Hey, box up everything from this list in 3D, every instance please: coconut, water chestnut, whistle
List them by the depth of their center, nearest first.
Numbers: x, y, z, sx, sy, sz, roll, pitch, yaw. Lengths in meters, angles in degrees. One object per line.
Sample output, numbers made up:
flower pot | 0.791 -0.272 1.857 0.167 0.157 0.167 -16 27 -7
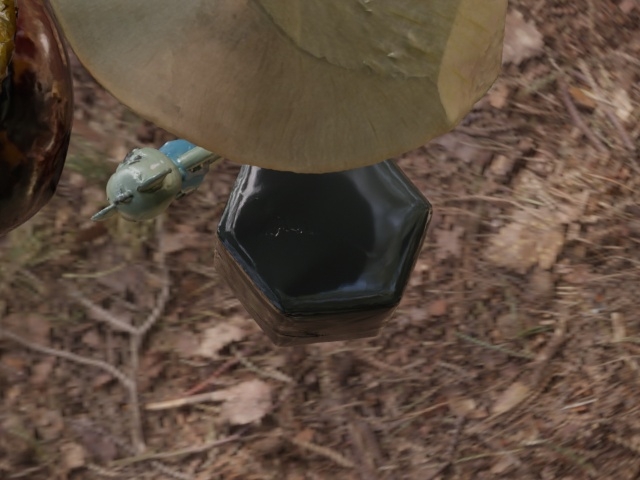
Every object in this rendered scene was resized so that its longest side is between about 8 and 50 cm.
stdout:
coconut | -0.019 -0.242 1.191 0.415 0.415 0.344 34 107 18
water chestnut | -0.371 -0.137 1.417 0.300 0.300 0.300 -1 88 21
whistle | -0.171 -0.078 1.717 0.114 0.236 0.077 -33 91 28

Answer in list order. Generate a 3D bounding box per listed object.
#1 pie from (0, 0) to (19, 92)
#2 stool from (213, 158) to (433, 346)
pie | -0.331 -0.146 1.181 0.273 0.069 0.273 -8 75 29
stool | 0.000 0.000 1.633 0.232 0.141 0.232 2 68 -5
